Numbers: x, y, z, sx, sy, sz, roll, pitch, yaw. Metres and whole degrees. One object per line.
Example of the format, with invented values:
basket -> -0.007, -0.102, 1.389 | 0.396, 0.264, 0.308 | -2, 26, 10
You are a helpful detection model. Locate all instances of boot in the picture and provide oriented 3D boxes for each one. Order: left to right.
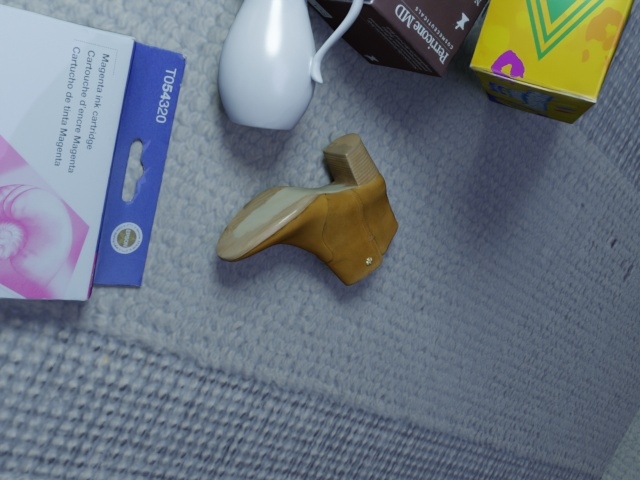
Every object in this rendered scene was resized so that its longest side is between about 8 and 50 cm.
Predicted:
boot -> 0.000, -0.001, 1.041 | 0.295, 0.104, 0.211 | -41, 127, -21

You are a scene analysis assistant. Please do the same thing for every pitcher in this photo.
pitcher -> -0.040, -0.244, 0.866 | 0.125, 0.177, 0.207 | -20, 122, -62

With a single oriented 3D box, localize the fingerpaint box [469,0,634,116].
fingerpaint box -> 0.359, -0.371, 0.965 | 0.445, 0.163, 0.372 | -18, 126, -73

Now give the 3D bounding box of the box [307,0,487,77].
box -> 0.118, -0.361, 0.935 | 0.168, 0.167, 0.203 | 31, 89, -40

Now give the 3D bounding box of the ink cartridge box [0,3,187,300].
ink cartridge box -> -0.322, -0.090, 0.792 | 0.329, 0.071, 0.324 | 4, 106, -36
